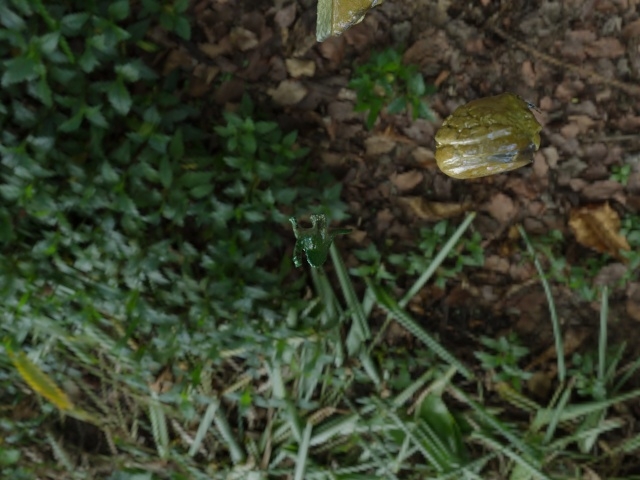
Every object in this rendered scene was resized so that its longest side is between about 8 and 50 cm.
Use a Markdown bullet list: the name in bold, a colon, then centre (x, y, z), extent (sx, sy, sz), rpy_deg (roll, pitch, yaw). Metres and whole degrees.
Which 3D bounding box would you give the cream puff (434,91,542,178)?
- **cream puff**: centre (0.283, -0.179, 1.507), extent (0.189, 0.129, 0.189), rpy_deg (-13, 177, -1)

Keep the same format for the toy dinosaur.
- **toy dinosaur**: centre (-0.001, 0.000, 0.990), extent (0.029, 0.060, 0.120), rpy_deg (-2, -179, 31)

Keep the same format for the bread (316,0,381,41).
- **bread**: centre (0.050, -0.125, 0.368), extent (0.109, 0.084, 0.080), rpy_deg (-5, 99, -9)
